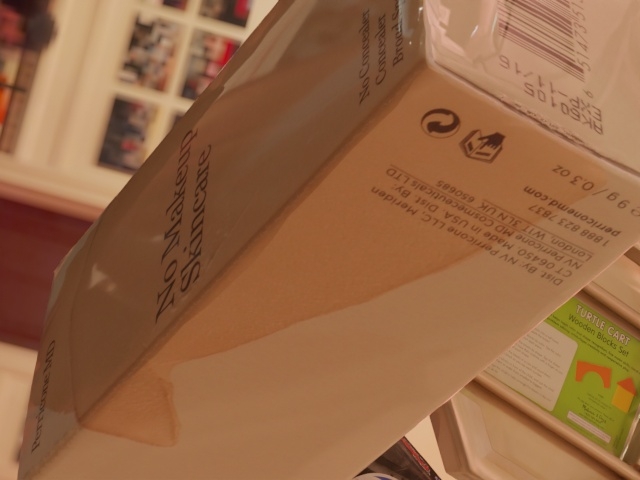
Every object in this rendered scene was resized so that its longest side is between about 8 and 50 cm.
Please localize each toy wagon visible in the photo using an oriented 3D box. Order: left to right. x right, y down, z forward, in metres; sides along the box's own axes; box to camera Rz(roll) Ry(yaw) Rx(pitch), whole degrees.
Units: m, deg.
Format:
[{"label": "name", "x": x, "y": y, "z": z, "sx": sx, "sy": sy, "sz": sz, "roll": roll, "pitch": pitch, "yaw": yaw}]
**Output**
[{"label": "toy wagon", "x": 0.221, "y": 0.064, "z": 1.378, "sx": 0.068, "sy": 0.267, "sz": 0.344, "roll": -19, "pitch": -138, "yaw": 60}]

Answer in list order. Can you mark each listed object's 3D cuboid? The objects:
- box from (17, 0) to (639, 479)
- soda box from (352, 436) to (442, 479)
[{"label": "box", "x": 0.000, "y": 0.000, "z": 0.721, "sx": 0.311, "sy": 0.121, "sz": 0.148, "roll": -46, "pitch": -151, "yaw": 37}, {"label": "soda box", "x": 0.034, "y": 0.138, "z": 0.949, "sx": 0.053, "sy": 0.169, "sz": 0.060, "roll": -40, "pitch": -169, "yaw": 4}]
